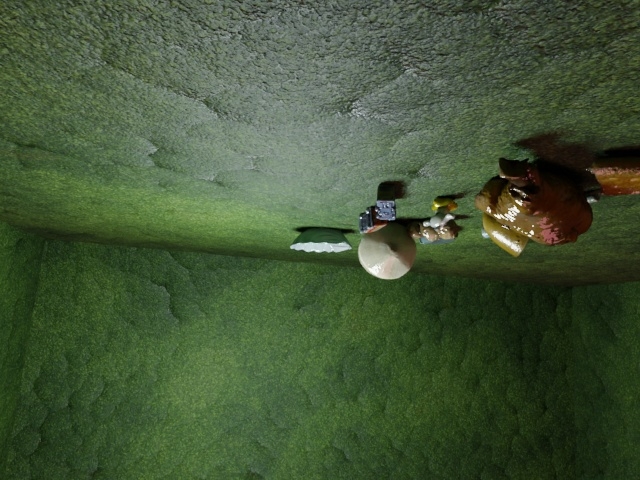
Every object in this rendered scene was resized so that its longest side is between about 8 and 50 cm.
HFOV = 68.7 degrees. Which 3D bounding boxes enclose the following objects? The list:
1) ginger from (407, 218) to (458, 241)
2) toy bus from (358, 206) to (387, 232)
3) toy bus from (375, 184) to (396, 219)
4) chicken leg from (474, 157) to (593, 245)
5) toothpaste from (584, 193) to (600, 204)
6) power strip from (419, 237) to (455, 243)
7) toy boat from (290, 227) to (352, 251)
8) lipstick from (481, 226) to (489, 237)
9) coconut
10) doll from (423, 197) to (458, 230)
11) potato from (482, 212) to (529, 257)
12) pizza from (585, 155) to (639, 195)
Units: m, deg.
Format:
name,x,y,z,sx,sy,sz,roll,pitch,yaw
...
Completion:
name,x,y,z,sx,sy,sz,roll,pitch,yaw
ginger,0.429,-0.046,1.806,0.204,0.080,0.104,-6,127,45
toy bus,0.195,-0.073,1.765,0.077,0.079,0.174,-4,172,-10
toy bus,0.209,-0.117,1.492,0.063,0.076,0.190,1,169,10
chicken leg,0.519,-0.111,1.220,0.295,0.182,0.409,17,178,44
toothpaste,0.750,-0.112,1.417,0.061,0.037,0.216,6,174,-13
power strip,0.480,-0.028,1.960,0.167,0.054,0.253,-2,169,16
toy boat,0.000,0.000,2.184,0.289,0.100,0.199,2,171,18
lipstick,0.712,-0.038,1.821,0.157,0.048,0.048,-5,167,44
coconut,0.275,0.044,1.940,0.237,0.238,0.266,4,169,2
doll,0.388,-0.085,1.501,0.071,0.113,0.135,29,-177,-19
potato,0.582,-0.057,1.451,0.157,0.204,0.178,25,149,16
pizza,0.750,-0.154,1.117,0.291,0.058,0.197,7,171,-6
